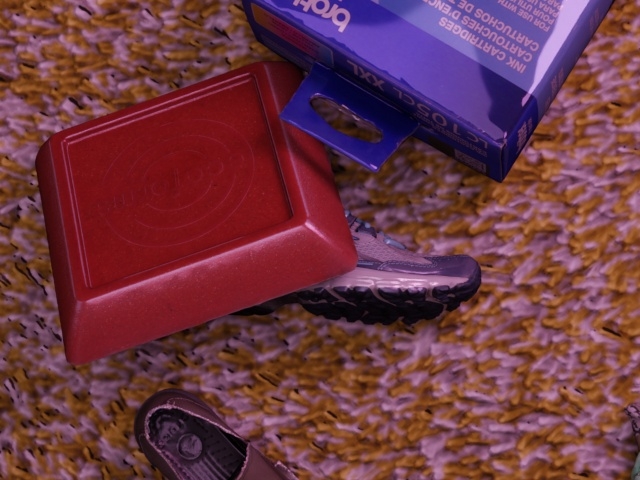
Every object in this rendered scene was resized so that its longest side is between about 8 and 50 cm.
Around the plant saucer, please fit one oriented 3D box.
[{"bbox_3d":[-0.120,-0.041,1.677,0.258,0.047,0.259,-19,49,4],"label":"plant saucer"}]

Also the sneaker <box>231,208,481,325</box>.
[{"bbox_3d":[0.000,0.000,1.691,0.283,0.110,0.122,4,75,9],"label":"sneaker"}]

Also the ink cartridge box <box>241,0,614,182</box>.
[{"bbox_3d":[0.114,-0.237,1.680,0.270,0.151,0.395,31,84,10],"label":"ink cartridge box"}]

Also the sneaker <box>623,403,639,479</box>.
[{"bbox_3d":[0.322,0.211,1.639,0.182,0.158,0.410,29,88,40],"label":"sneaker"}]

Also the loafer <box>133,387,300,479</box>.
[{"bbox_3d":[-0.068,0.223,1.680,0.251,0.087,0.094,37,88,10],"label":"loafer"}]
